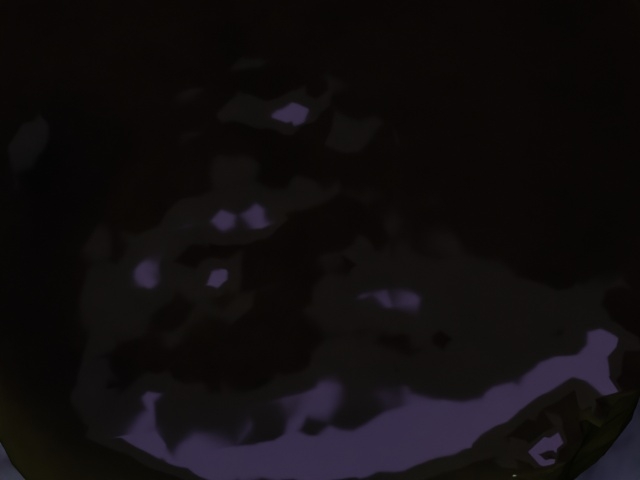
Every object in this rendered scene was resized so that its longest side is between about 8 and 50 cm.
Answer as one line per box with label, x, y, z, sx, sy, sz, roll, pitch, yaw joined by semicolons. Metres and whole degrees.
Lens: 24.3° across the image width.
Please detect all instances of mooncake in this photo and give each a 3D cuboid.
mooncake;-0.002;-0.001;0.652;0.324;0.187;0.324;-2;67;4
